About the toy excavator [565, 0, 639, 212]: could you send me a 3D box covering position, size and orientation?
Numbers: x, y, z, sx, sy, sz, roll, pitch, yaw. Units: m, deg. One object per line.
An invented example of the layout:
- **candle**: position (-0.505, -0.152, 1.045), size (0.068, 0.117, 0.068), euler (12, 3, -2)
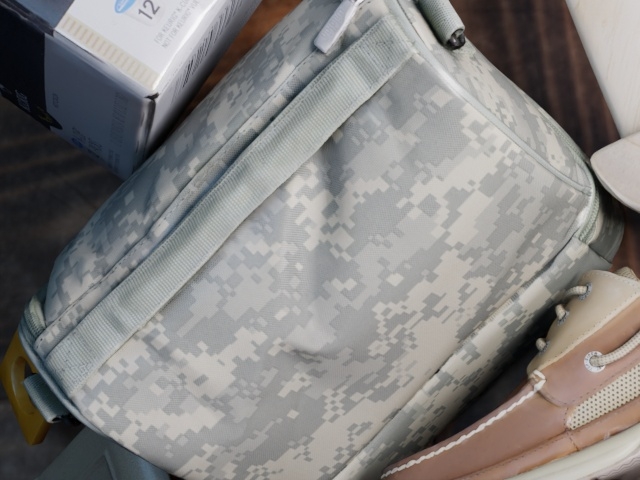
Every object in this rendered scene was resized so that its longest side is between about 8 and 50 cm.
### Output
- **toy excavator**: position (0.210, -0.291, 0.924), size (0.433, 0.222, 0.445), euler (45, 110, 24)

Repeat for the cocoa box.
- **cocoa box**: position (-0.099, -0.250, 0.927), size (0.228, 0.231, 0.347), euler (34, 79, -3)

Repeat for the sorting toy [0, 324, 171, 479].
- **sorting toy**: position (-0.120, 0.208, 1.035), size (0.196, 0.047, 0.348), euler (-41, 65, 52)

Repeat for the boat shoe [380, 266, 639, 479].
- **boat shoe**: position (0.180, 0.075, 0.925), size (0.324, 0.123, 0.116), euler (-24, 70, 9)

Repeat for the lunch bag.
- **lunch bag**: position (0.000, 0.000, 0.929), size (0.305, 0.256, 0.212), euler (-44, 69, 11)
